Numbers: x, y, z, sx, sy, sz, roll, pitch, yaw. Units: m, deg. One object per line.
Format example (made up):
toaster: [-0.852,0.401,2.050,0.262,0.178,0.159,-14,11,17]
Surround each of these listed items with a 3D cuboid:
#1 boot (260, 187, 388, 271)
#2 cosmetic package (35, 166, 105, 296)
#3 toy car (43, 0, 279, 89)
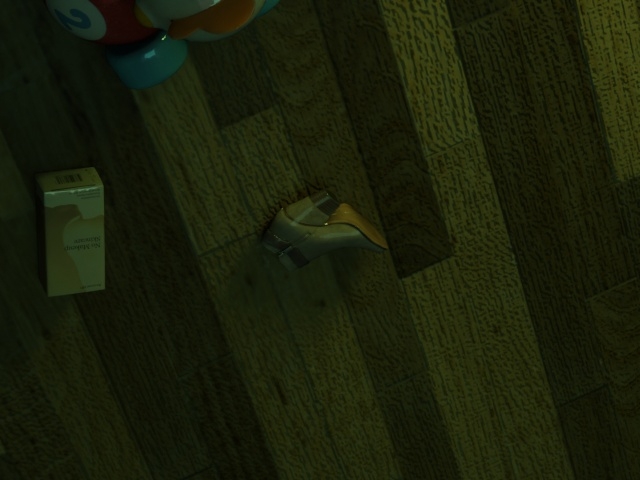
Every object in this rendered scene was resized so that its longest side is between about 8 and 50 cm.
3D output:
boot: [0.000,0.000,1.980,0.087,0.042,0.118,-41,124,13]
cosmetic package: [-0.236,-0.008,1.878,0.060,0.041,0.115,-9,122,-17]
toy car: [-0.126,-0.222,1.675,0.210,0.238,0.219,-34,125,0]
